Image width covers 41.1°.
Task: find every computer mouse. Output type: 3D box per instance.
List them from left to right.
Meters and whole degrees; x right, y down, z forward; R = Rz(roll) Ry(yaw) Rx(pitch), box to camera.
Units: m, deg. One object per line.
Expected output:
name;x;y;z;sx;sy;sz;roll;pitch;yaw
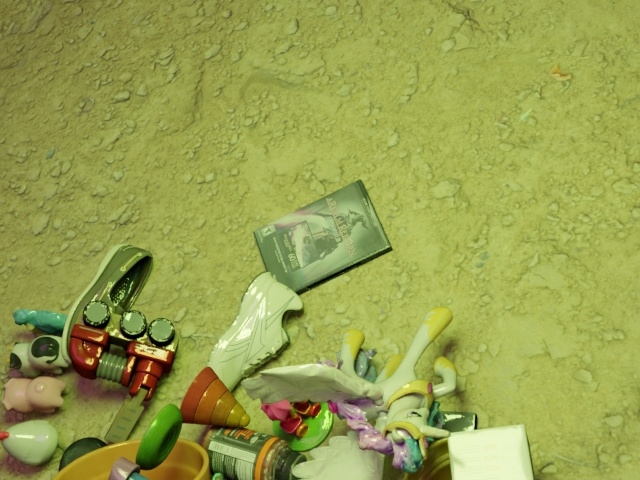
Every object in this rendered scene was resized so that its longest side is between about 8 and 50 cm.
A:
computer mouse;-0.447;0.491;1.752;0.272;0.072;0.189;26;75;31

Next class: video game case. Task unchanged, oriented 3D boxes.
video game case;0.000;0.000;1.878;0.274;0.026;0.196;-26;56;7

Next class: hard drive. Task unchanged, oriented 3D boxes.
hard drive;0.220;0.364;1.584;0.135;0.022;0.094;-1;62;21

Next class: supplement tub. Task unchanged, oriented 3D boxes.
supplement tub;-0.126;0.421;1.642;0.197;0.106;0.106;10;66;26

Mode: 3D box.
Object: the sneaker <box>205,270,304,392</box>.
sneaker;-0.141;0.213;1.768;0.129;0.111;0.297;28;83;8

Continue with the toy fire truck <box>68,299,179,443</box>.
toy fire truck;-0.433;0.284;1.801;0.216;0.158;0.247;16;61;-4

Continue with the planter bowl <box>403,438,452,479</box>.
planter bowl;0.253;0.456;1.476;0.217;0.090;0.217;-8;58;14

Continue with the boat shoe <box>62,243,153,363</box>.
boat shoe;-0.481;0.144;1.940;0.091;0.109;0.305;8;62;31

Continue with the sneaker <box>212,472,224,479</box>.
sneaker;-0.160;0.517;1.612;0.076;0.065;0.167;-16;89;0

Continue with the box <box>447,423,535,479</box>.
box;0.284;0.401;1.387;0.130;0.091;0.171;-10;57;13

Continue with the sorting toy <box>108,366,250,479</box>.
sorting toy;-0.237;0.366;1.544;0.126;0.365;0.127;24;117;13

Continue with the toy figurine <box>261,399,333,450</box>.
toy figurine;-0.048;0.303;1.644;0.130;0.159;0.173;28;75;32

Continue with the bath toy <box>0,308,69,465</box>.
bath toy;-0.644;0.323;1.895;0.151;0.129;0.349;-36;46;42

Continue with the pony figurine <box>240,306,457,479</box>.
pony figurine;0.080;0.284;1.512;0.350;0.303;0.363;-16;21;22

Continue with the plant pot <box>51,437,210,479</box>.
plant pot;-0.334;0.517;1.567;0.290;0.291;0.204;-3;103;20
